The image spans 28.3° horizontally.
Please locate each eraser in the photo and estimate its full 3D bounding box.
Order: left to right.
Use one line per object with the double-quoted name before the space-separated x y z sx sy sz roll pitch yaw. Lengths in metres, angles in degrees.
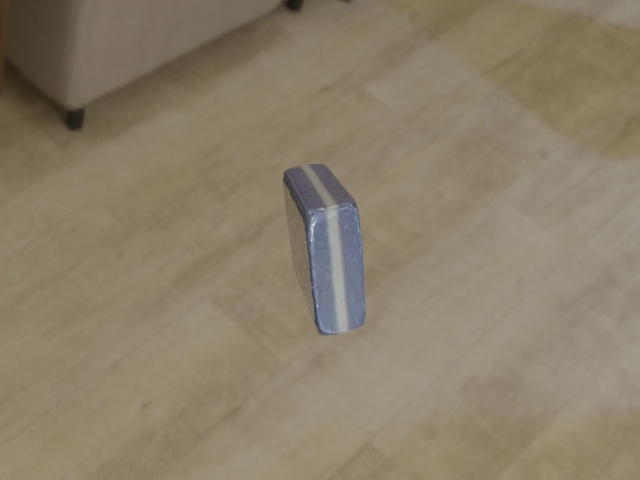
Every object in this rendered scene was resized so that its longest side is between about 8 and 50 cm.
"eraser" 0.000 0.000 0.872 0.036 0.082 0.225 -6 11 -5
